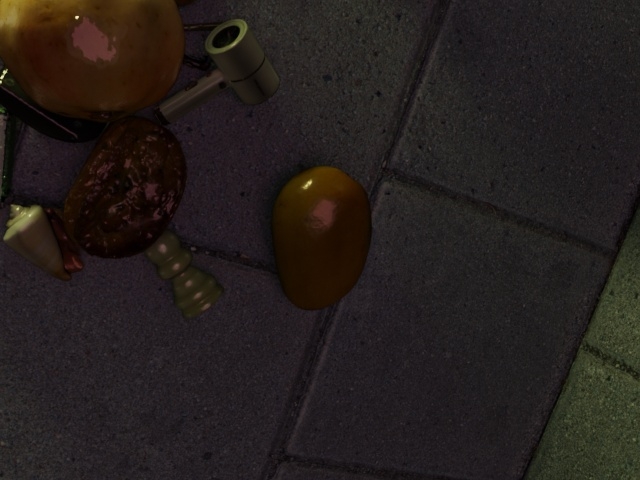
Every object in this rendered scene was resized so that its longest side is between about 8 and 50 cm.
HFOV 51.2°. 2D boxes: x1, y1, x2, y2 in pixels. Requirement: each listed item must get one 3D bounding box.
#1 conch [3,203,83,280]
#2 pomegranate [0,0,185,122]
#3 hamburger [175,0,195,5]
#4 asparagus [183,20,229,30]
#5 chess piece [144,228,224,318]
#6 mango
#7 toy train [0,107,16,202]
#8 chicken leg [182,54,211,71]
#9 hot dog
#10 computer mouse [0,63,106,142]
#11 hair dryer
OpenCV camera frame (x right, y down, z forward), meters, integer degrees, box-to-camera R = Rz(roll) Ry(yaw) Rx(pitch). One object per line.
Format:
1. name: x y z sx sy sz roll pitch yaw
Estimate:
1. conch: -0.735 -0.001 1.750 0.158 0.127 0.255 -51 143 -37
2. pomegranate: -0.522 -0.470 1.514 0.412 0.411 0.411 -5 105 -19
3. hamburger: -0.357 -0.694 1.700 0.186 0.113 0.177 -27 110 -11
4. asparagus: -0.355 -0.569 1.780 0.249 0.024 0.025 -8 99 -17
5. chess piece: -0.399 0.080 1.877 0.144 0.144 0.251 -37 106 -8
6. mango: 0.000 0.000 1.948 0.300 0.232 0.445 -3 110 -24
7. toy train: -0.841 -0.214 1.644 0.154 0.115 0.269 6 100 -16
8. chicken leg: -0.417 -0.472 1.769 0.253 0.051 0.105 -15 114 -17
9. hot dog: -0.508 -0.133 1.737 0.267 0.174 0.387 28 87 -35
10. computer mouse: -0.669 -0.343 1.664 0.269 0.100 0.170 36 49 -21
11. hair dryer: -0.305 -0.409 1.781 0.362 0.128 0.203 -30 139 5
